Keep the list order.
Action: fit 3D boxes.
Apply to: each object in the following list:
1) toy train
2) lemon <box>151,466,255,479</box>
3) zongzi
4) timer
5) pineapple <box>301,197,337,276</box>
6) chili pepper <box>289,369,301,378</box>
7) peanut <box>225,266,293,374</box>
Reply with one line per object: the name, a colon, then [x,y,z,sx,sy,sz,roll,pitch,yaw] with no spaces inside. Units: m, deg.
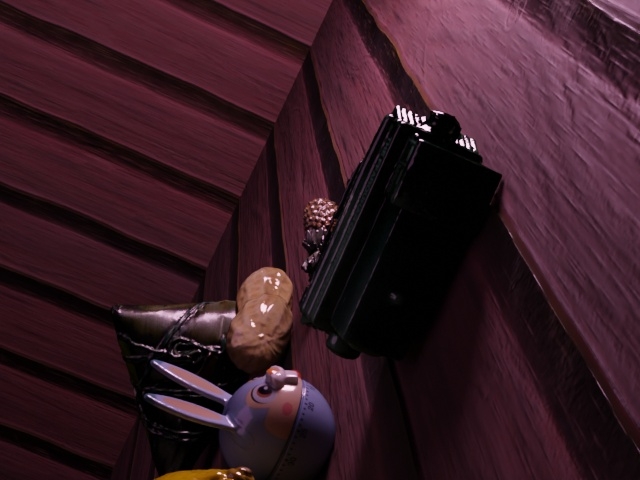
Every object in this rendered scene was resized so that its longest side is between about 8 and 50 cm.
toy train: [0.093,0.001,1.535,0.330,0.138,0.178,-66,15,7]
lemon: [-0.163,0.424,1.563,0.322,0.268,0.268,-51,14,13]
zongzi: [-0.273,0.266,2.580,0.362,0.319,0.383,-112,28,-73]
timer: [-0.091,0.223,1.696,0.175,0.255,0.175,-40,14,12]
pineapple: [0.000,0.000,2.184,0.159,0.074,0.074,-85,20,-47]
chili pepper: [-0.063,0.259,1.973,0.191,0.050,0.059,-68,-9,-54]
peanut: [-0.104,0.133,2.286,0.125,0.111,0.274,-56,14,26]
